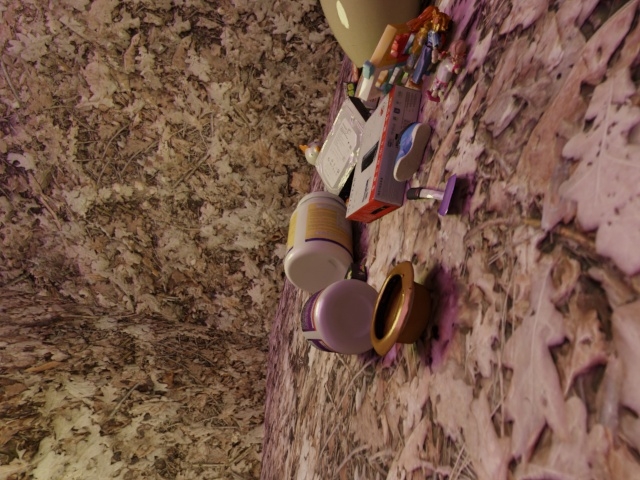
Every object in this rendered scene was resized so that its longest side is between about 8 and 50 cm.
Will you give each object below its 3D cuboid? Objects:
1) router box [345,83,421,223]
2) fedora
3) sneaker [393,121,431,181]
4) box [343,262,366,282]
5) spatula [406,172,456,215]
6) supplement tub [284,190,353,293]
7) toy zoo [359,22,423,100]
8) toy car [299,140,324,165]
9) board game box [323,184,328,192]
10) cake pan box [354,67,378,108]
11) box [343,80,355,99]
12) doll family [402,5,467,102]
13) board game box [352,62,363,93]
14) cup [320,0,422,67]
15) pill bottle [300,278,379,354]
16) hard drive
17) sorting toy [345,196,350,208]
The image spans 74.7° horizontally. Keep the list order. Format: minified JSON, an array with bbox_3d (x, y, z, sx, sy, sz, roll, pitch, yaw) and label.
[{"bbox_3d":[0.180,-0.239,1.265,0.301,0.082,0.336,147,136,-77],"label":"router box"},{"bbox_3d":[0.166,0.140,0.835,0.194,0.079,0.195,-161,90,-82],"label":"fedora"},{"bbox_3d":[0.222,-0.228,1.066,0.085,0.058,0.152,-117,45,-67],"label":"sneaker"},{"bbox_3d":[0.106,0.122,1.304,0.062,0.052,0.083,-89,14,-50],"label":"box"},{"bbox_3d":[0.234,-0.101,0.911,0.296,0.030,0.084,-133,57,-79],"label":"spatula"},{"bbox_3d":[0.000,0.000,1.526,0.332,0.240,0.241,-86,13,-47],"label":"supplement tub"},{"bbox_3d":[0.199,-0.488,1.140,0.293,0.030,0.192,-36,-22,-47],"label":"toy zoo"},{"bbox_3d":[0.015,-0.399,1.925,0.210,0.237,0.220,115,171,-81],"label":"toy car"},{"bbox_3d":[0.010,-0.122,2.219,0.193,0.053,0.306,-93,19,-63],"label":"board game box"},{"bbox_3d":[0.212,-0.675,1.738,0.246,0.070,0.267,-115,40,-72],"label":"cake pan box"},{"bbox_3d":[0.141,-0.622,1.938,0.114,0.036,0.207,-100,1,-66],"label":"box"},{"bbox_3d":[0.257,-0.459,0.995,0.263,0.118,0.163,-87,14,-47],"label":"doll family"},{"bbox_3d":[0.179,-0.779,1.855,0.281,0.027,0.145,68,-138,-72],"label":"board game box"},{"bbox_3d":[0.180,-0.700,1.354,0.331,0.330,0.237,-102,-2,-69],"label":"cup"},{"bbox_3d":[0.046,0.212,1.138,0.323,0.181,0.182,134,148,-72],"label":"pill bottle"},{"bbox_3d":[0.098,-0.345,1.617,0.339,0.064,0.237,-59,44,41],"label":"hard drive"},{"bbox_3d":[0.111,-0.208,1.751,0.196,0.047,0.348,115,165,-52],"label":"sorting toy"}]
